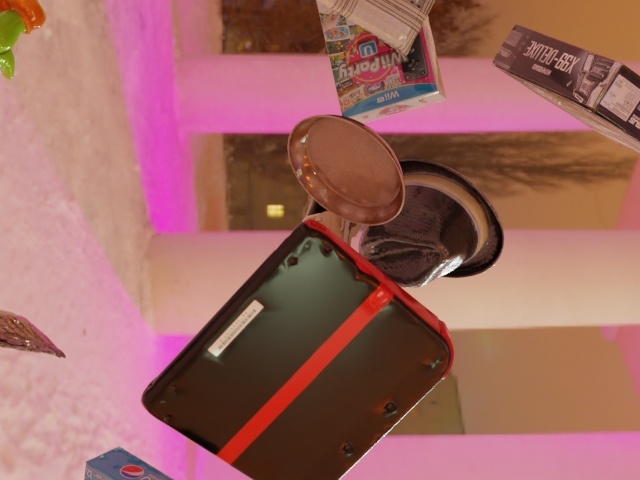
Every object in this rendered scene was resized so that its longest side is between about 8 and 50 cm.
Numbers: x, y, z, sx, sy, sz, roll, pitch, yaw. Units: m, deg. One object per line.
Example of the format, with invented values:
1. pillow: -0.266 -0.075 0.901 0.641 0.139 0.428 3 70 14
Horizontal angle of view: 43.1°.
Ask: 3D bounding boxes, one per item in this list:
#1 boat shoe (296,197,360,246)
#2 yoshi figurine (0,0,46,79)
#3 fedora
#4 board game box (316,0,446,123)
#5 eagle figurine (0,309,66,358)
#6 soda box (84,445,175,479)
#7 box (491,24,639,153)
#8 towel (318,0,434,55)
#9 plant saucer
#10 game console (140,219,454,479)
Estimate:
1. boat shoe: 0.000 0.000 1.502 0.103 0.113 0.302 52 26 -23
2. yoshi figurine: -0.719 -0.377 1.551 0.362 0.203 0.203 -56 -177 -23
3. fedora: 0.191 -0.003 1.617 0.152 0.334 0.334 -49 157 -33
4. board game box: 0.134 -0.433 1.805 0.097 0.224 0.303 8 69 -71
5. eagle figurine: -0.476 0.088 1.069 0.226 0.298 0.225 35 37 -45
6. soda box: -0.256 0.388 1.205 0.071 0.210 0.067 -14 119 -55
7. box: 0.445 -0.206 1.237 0.076 0.307 0.242 -60 -146 12
8. towel: 0.115 -0.576 1.594 0.312 0.324 0.056 -63 -155 2
9. plant saucer: 0.036 -0.092 1.012 0.029 0.168 0.168 -49 157 -34
10. game console: -0.023 0.199 1.223 0.386 0.342 0.060 -47 -161 10
